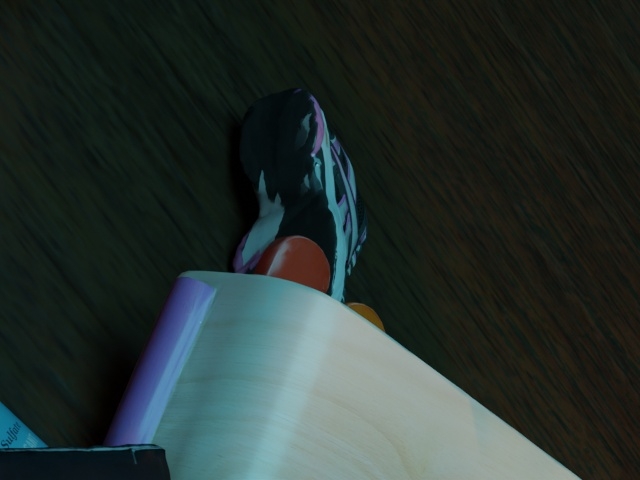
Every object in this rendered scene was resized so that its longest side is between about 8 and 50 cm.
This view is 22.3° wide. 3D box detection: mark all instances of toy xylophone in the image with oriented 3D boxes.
[{"bbox_3d":[0.024,0.158,0.822,0.323,0.081,0.236,46,57,-29],"label":"toy xylophone"}]

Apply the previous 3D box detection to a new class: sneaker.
[{"bbox_3d":[0.000,0.000,0.932,0.077,0.072,0.178,39,45,-46],"label":"sneaker"}]

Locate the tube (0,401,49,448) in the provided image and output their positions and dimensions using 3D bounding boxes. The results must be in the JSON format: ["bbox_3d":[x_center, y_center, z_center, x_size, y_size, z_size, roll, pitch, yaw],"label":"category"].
[{"bbox_3d":[-0.172,0.071,0.682,0.207,0.052,0.080,45,31,-14],"label":"tube"}]

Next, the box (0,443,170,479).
[{"bbox_3d":[-0.181,0.139,0.425,0.184,0.261,0.103,5,63,-50],"label":"box"}]
